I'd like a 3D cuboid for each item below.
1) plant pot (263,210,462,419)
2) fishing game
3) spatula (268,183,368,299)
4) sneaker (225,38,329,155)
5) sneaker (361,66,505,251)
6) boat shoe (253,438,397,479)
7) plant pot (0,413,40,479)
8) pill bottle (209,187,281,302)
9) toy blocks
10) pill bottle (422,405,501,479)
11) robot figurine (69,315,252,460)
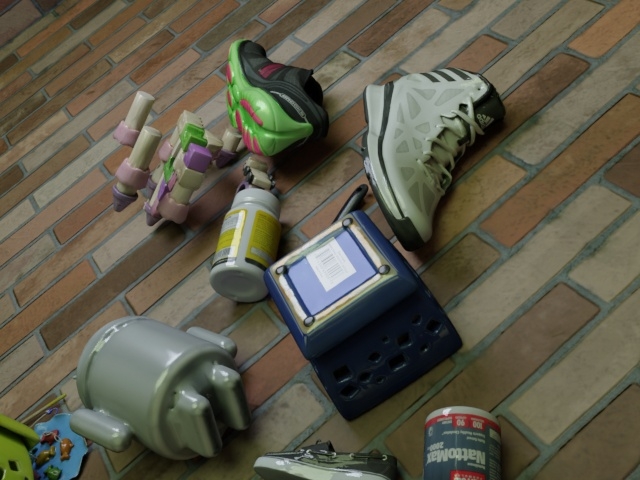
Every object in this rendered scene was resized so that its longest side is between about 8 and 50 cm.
[{"bbox_3d":[0.055,0.104,1.244,0.236,0.212,0.236,-34,44,1],"label":"plant pot"},{"bbox_3d":[-0.518,0.408,1.441,0.189,0.041,0.264,-31,44,7],"label":"fishing game"},{"bbox_3d":[0.000,0.000,1.497,0.296,0.030,0.084,-49,40,-16],"label":"spatula"},{"bbox_3d":[-0.104,-0.328,1.778,0.202,0.185,0.483,-5,36,-16],"label":"sneaker"},{"bbox_3d":[0.221,-0.189,1.432,0.257,0.169,0.448,-19,43,18],"label":"sneaker"},{"bbox_3d":[0.010,0.340,1.164,0.228,0.080,0.076,-2,46,28],"label":"boat shoe"},{"bbox_3d":[-0.641,0.413,1.348,0.227,0.228,0.207,-37,34,26],"label":"plant pot"},{"bbox_3d":[-0.141,0.006,1.512,0.119,0.119,0.209,-10,48,23],"label":"pill bottle"},{"bbox_3d":[-0.312,-0.122,1.693,0.260,0.308,0.289,-61,27,19],"label":"toy blocks"},{"bbox_3d":[0.192,0.329,1.043,0.107,0.108,0.180,-10,49,23],"label":"pill bottle"},{"bbox_3d":[-0.281,0.248,1.324,0.353,0.200,0.300,15,34,38],"label":"robot figurine"}]
